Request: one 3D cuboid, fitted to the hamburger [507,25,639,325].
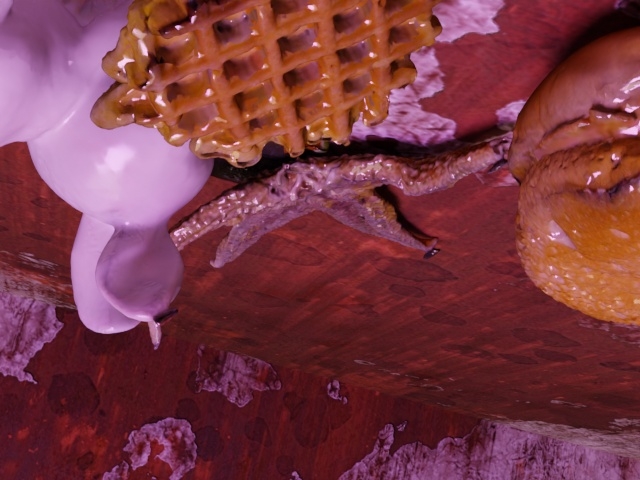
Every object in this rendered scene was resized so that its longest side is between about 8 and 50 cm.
[{"bbox_3d":[0.282,-0.042,0.714,0.289,0.170,0.314,11,162,-4],"label":"hamburger"}]

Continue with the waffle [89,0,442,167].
[{"bbox_3d":[-0.022,-0.135,0.656,0.237,0.059,0.243,-1,142,-42],"label":"waffle"}]

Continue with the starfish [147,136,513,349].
[{"bbox_3d":[-0.006,-0.010,1.064,0.398,0.132,0.384,-20,165,3],"label":"starfish"}]

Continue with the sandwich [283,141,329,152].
[{"bbox_3d":[-0.049,-0.119,0.885,0.135,0.067,0.029,27,155,-26],"label":"sandwich"}]

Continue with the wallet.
[{"bbox_3d":[-0.071,-0.101,1.027,0.121,0.031,0.232,13,165,-12],"label":"wallet"}]

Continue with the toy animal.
[{"bbox_3d":[-0.190,-0.091,0.745,0.182,0.247,0.310,7,156,43],"label":"toy animal"}]
